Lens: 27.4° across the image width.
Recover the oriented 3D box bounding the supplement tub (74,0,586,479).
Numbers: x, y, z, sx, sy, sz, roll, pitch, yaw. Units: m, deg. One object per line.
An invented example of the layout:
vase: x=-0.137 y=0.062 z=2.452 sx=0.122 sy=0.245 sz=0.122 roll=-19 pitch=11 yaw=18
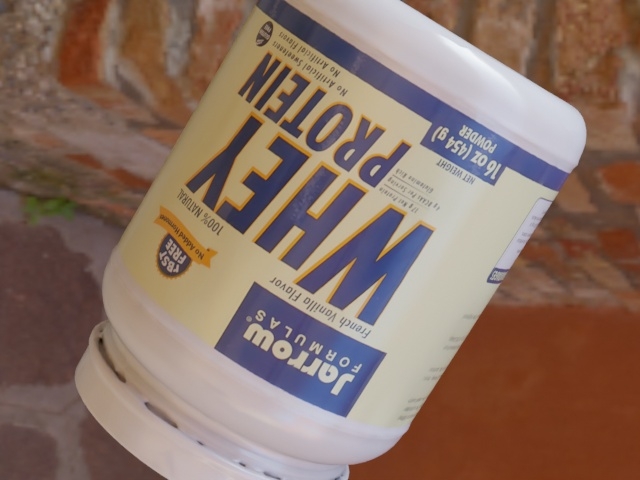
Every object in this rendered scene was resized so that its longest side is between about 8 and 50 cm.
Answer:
supplement tub: x=0.000 y=0.000 z=0.882 sx=0.235 sy=0.235 sz=0.324 roll=14 pitch=109 yaw=-58
